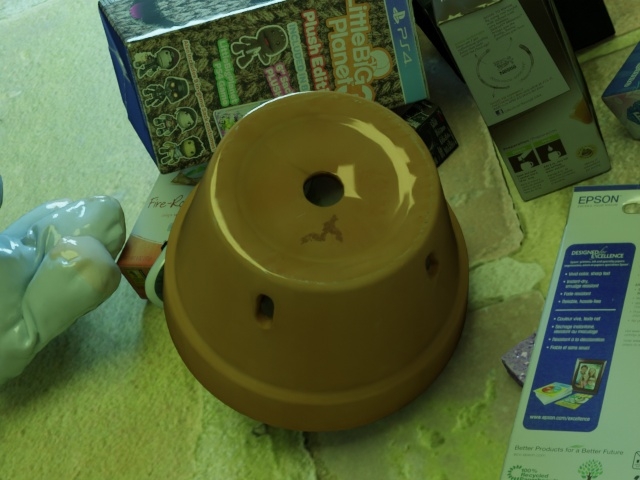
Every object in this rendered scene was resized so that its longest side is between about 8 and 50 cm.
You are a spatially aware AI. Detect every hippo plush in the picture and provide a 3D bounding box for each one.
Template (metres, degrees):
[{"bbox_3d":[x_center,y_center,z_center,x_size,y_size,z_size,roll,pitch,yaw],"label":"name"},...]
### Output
[{"bbox_3d":[-0.372,0.014,1.667,0.294,0.236,0.234,-46,24,7],"label":"hippo plush"}]

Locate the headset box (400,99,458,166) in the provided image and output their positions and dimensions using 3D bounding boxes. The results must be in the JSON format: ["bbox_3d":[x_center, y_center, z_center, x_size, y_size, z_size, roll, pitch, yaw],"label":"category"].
[{"bbox_3d":[0.096,-0.096,1.661,0.083,0.062,0.032,-45,43,-12],"label":"headset box"}]

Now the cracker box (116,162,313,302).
[{"bbox_3d":[-0.102,-0.044,1.725,0.156,0.067,0.232,0,51,30],"label":"cracker box"}]

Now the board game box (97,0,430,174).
[{"bbox_3d":[-0.066,-0.202,1.692,0.291,0.141,0.232,-17,22,-10],"label":"board game box"}]

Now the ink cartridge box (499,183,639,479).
[{"bbox_3d":[0.263,0.095,1.340,0.165,0.065,0.332,-1,52,29],"label":"ink cartridge box"}]

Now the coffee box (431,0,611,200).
[{"bbox_3d":[0.190,-0.178,1.546,0.098,0.246,0.141,-20,44,13],"label":"coffee box"}]

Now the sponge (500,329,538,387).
[{"bbox_3d":[0.256,0.131,1.380,0.117,0.031,0.210,-36,43,-4],"label":"sponge"}]

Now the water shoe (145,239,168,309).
[{"bbox_3d":[-0.110,-0.008,1.613,0.203,0.073,0.080,-50,26,-23],"label":"water shoe"}]

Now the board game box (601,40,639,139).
[{"bbox_3d":[0.455,-0.245,1.495,0.318,0.066,0.318,-54,21,-22],"label":"board game box"}]

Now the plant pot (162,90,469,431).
[{"bbox_3d":[0.000,0.000,1.442,0.291,0.203,0.290,1,61,-2],"label":"plant pot"}]

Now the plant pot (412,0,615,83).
[{"bbox_3d":[0.173,-0.279,1.683,0.167,0.188,0.187,-33,49,1],"label":"plant pot"}]
